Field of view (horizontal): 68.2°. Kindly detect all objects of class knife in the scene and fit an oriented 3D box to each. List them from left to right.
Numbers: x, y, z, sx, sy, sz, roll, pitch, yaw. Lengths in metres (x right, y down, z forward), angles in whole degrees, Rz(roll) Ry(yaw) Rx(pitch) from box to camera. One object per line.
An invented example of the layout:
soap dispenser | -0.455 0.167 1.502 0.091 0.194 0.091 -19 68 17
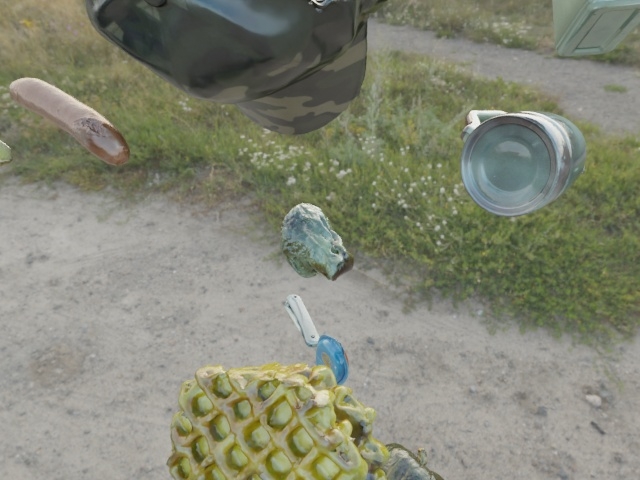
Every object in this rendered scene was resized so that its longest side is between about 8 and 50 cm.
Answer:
knife | -0.069 0.295 1.741 0.073 0.041 0.266 0 33 -27

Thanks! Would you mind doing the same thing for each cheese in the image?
cheese | 0.015 0.293 1.046 0.037 0.256 0.106 -19 53 -29

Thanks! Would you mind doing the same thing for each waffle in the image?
waffle | -0.067 0.311 0.681 0.323 0.262 0.151 1 3 20

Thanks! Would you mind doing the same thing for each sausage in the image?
sausage | -0.282 -0.138 0.526 0.186 0.043 0.043 31 46 20

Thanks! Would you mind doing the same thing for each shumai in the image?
shumai | 0.000 0.000 1.600 0.222 0.272 0.203 -39 19 -32

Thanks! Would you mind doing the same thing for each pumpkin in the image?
pumpkin | 0.287 0.746 1.494 0.260 0.260 0.189 25 68 35

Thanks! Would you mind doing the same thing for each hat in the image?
hat | -0.102 -0.213 0.601 0.365 0.382 0.258 16 61 13

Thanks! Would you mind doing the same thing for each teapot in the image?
teapot | 0.493 -0.226 1.167 0.312 0.233 0.315 -19 55 -41

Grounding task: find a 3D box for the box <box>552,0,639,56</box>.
box | 0.567 -0.505 0.948 0.175 0.183 0.312 1 2 13

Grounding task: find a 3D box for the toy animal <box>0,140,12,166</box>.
toy animal | -0.396 -0.048 0.403 0.168 0.121 0.233 -19 30 41
